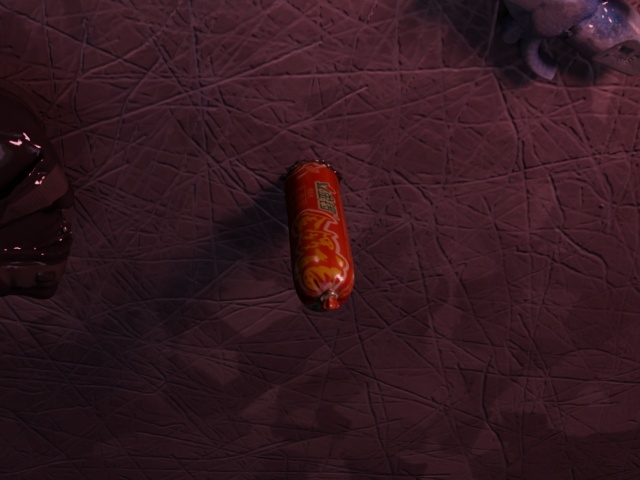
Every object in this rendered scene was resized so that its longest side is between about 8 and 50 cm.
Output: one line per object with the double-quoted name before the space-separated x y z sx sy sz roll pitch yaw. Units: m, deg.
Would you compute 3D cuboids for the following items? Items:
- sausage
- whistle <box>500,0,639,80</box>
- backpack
"sausage" 0.000 0.000 1.051 0.083 0.264 0.083 -3 124 -4
"whistle" 0.270 -0.257 0.977 0.269 0.093 0.180 28 145 -23
"backpack" -0.495 -0.058 0.988 0.445 0.255 0.363 1 134 -8
